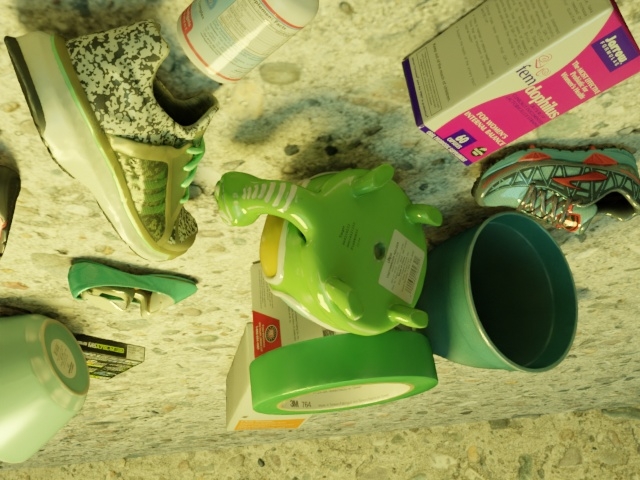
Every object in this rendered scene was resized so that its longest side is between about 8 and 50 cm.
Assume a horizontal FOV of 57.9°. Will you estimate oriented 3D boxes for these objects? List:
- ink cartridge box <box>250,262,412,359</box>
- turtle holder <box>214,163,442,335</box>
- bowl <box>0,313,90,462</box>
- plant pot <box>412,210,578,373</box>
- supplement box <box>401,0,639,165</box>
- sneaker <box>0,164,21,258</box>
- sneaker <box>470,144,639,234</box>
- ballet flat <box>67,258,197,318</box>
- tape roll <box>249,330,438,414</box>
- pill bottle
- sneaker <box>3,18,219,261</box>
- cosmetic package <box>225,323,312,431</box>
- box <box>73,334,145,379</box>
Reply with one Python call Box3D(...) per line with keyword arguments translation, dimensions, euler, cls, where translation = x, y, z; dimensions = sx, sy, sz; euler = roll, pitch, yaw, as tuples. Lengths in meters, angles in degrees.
Box3D(translation=(0.016, 0.112, 1.062), dimensions=(0.272, 0.197, 0.114), euler=(-19, 150, 23), cls="ink cartridge box")
Box3D(translation=(0.005, 0.019, 0.850), dimensions=(0.320, 0.244, 0.227), euler=(-6, -176, -44), cls="turtle holder")
Box3D(translation=(-0.598, 0.275, 1.197), dimensions=(0.163, 0.312, 0.312), euler=(-26, 150, -3), cls="bowl")
Box3D(translation=(0.275, 0.111, 1.062), dimensions=(0.271, 0.272, 0.255), euler=(13, 160, -30), cls="plant pot")
Box3D(translation=(0.216, -0.196, 0.642), dimensions=(0.220, 0.114, 0.111), euler=(-31, 141, 34), cls="supplement box")
Box3D(translation=(-0.536, -0.014, 0.835), dimensions=(0.136, 0.116, 0.313), euler=(20, 142, -35), cls="sneaker")
Box3D(translation=(0.363, -0.071, 0.871), dimensions=(0.261, 0.125, 0.104), euler=(-5, 150, 0), cls="sneaker")
Box3D(translation=(-0.354, 0.104, 1.099), dimensions=(0.247, 0.087, 0.083), euler=(15, 144, -32), cls="ballet flat")
Box3D(translation=(0.039, 0.236, 1.004), dimensions=(0.321, 0.077, 0.321), euler=(-7, 156, -3), cls="tape roll")
Box3D(translation=(-0.059, -0.230, 0.561), dimensions=(0.160, 0.087, 0.087), euler=(-28, 144, 33), cls="pill bottle")
Box3D(translation=(-0.197, -0.106, 0.722), dimensions=(0.182, 0.158, 0.410), euler=(-23, 155, -4), cls="sneaker")
Box3D(translation=(-0.117, 0.380, 1.550), dimensions=(0.229, 0.162, 0.453), euler=(3, 149, -14), cls="cosmetic package")
Box3D(translation=(-0.570, 0.296, 1.447), dimensions=(0.184, 0.045, 0.190), euler=(-27, 145, 37), cls="box")
